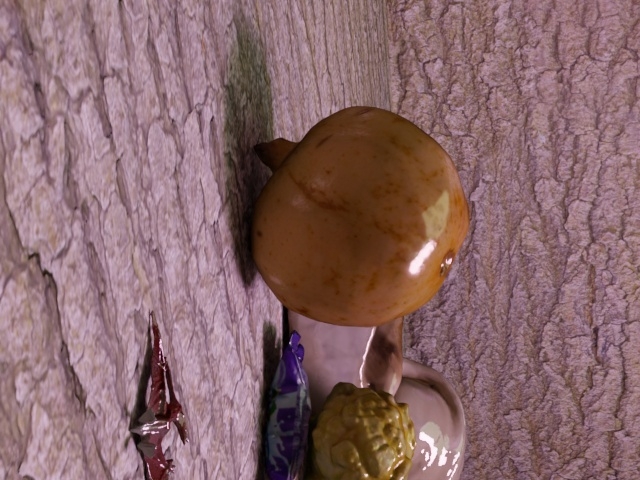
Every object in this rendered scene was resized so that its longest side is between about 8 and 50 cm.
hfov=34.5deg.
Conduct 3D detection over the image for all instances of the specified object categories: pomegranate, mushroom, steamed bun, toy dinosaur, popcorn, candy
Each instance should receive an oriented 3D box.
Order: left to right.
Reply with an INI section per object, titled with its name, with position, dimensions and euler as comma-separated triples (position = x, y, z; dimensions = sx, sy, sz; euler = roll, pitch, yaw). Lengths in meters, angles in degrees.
[toy dinosaur]
position = -0.164, 0.182, 1.059
dimensions = 0.108, 0.032, 0.220
euler = -2, 90, -77
[candy]
position = -0.048, 0.282, 1.621
dimensions = 0.145, 0.070, 0.275
euler = 79, 14, -76
[mushroom]
position = 0.046, 0.126, 1.860
dimensions = 0.313, 0.224, 0.397
euler = 171, -75, -88
[pomegranate]
position = 0.047, -0.047, 1.500
dimensions = 0.342, 0.343, 0.342
euler = 0, 90, -80
[popcorn]
position = 0.062, 0.344, 1.640
dimensions = 0.256, 0.195, 0.254
euler = 111, -23, -68
[steamed bun]
position = 0.145, 0.398, 1.972
dimensions = 0.367, 0.255, 0.342
euler = 117, -11, -59
